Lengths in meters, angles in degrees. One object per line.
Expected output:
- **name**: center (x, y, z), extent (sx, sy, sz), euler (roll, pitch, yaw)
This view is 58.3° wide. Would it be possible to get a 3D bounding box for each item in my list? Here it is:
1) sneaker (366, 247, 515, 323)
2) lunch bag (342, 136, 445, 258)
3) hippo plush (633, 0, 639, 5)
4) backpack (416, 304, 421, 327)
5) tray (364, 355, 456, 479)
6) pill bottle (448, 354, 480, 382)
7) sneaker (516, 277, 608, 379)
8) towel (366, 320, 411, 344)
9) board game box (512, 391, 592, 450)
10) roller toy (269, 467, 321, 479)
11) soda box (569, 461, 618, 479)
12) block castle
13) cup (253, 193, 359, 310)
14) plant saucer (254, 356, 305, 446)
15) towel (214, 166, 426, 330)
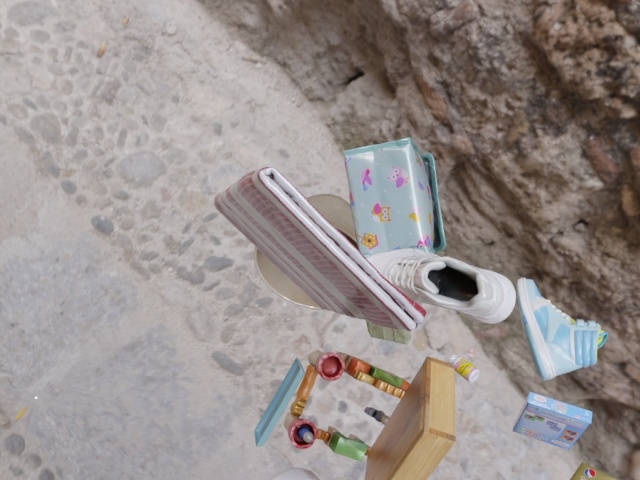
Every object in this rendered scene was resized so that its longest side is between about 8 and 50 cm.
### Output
- **sneaker**: center (0.146, 0.049, 0.802), extent (0.115, 0.232, 0.090), euler (28, 73, -54)
- **lunch bag**: center (0.156, -0.071, 1.147), extent (0.262, 0.160, 0.224), euler (3, 78, -71)
- **hippo plush**: center (0.443, -0.229, 0.533), extent (0.234, 0.294, 0.237), euler (6, 73, -6)
- **backpack**: center (0.283, 0.223, 1.890), extent (0.105, 0.114, 0.084), euler (16, 49, 15)
- **tray**: center (0.193, 0.478, 1.322), extent (0.076, 0.411, 0.203), euler (19, 37, -2)
- **pill bottle**: center (0.393, 0.350, 1.579), extent (0.043, 0.083, 0.043), euler (-23, 130, -30)
- **sneaker**: center (0.686, 0.232, 1.636), extent (0.127, 0.208, 0.319), euler (58, 22, -51)
- **towel**: center (0.160, 0.206, 1.374), extent (0.110, 0.148, 0.027), euler (8, 59, 16)
- **board game box**: center (0.630, 0.499, 1.577), extent (0.160, 0.212, 0.039), euler (16, 54, 16)
- **roller toy**: center (-0.058, 0.669, 1.413), extent (0.209, 0.146, 0.191), euler (-22, 117, -24)
- **soda box**: center (0.456, 0.462, 0.958), extent (0.058, 0.061, 0.181), euler (-35, 123, -30)
- **block castle**: center (0.139, 0.543, 1.784), extent (0.453, 0.213, 0.303), euler (26, 81, -17)
- **cup**: center (0.000, 0.000, 1.639), extent (0.331, 0.331, 0.237), euler (34, 39, -14)
- **plant saucer**: center (-0.086, 0.342, 1.214), extent (0.018, 0.067, 0.192), euler (29, 95, -14)
- **towel**: center (-0.021, 0.010, 0.716), extent (0.237, 0.329, 0.037), euler (44, 77, -12)
